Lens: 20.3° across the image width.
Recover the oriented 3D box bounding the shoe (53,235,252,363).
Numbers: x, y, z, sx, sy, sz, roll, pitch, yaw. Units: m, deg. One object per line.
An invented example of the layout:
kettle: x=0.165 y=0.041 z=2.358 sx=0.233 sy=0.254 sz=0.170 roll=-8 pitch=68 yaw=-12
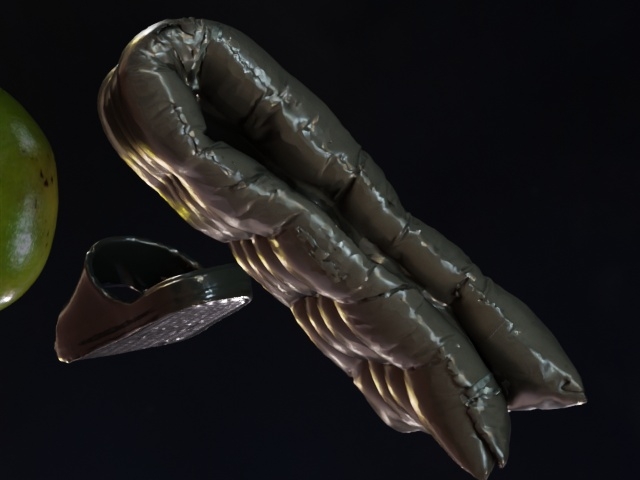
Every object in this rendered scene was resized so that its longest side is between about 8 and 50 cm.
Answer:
shoe: x=-0.141 y=0.036 z=1.468 sx=0.241 sy=0.108 sz=0.093 roll=-25 pitch=-103 yaw=56

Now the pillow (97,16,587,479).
pillow: x=0.000 y=0.000 z=1.089 sx=0.326 sy=0.101 sz=0.228 roll=47 pitch=-10 yaw=-7

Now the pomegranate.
pomegranate: x=-0.259 y=-0.014 z=1.137 sx=0.210 sy=0.179 sz=0.179 roll=-74 pitch=173 yaw=-57
